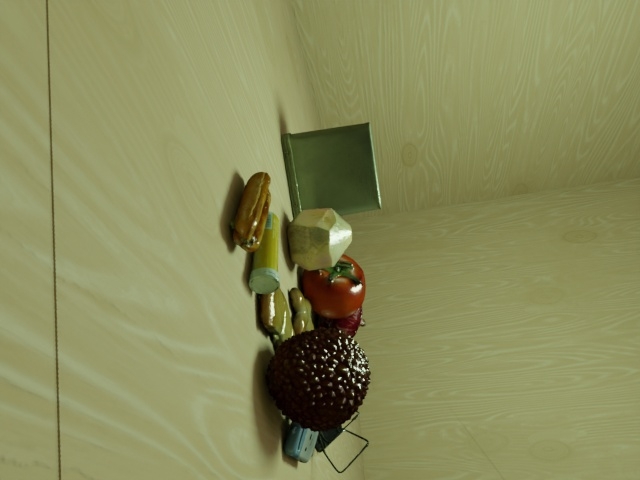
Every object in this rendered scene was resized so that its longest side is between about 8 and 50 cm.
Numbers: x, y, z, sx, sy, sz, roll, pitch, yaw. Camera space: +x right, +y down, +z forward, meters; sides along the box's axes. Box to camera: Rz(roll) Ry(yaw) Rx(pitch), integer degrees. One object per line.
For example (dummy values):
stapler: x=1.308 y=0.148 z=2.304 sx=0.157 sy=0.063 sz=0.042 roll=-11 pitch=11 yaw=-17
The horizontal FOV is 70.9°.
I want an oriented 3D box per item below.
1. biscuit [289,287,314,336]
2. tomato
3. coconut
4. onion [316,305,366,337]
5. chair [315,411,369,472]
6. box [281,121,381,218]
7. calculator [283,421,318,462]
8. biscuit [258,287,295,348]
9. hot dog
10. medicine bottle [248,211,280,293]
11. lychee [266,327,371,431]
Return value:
biscuit: x=-0.060 y=0.255 z=1.519 sx=0.208 sy=0.047 sz=0.165 roll=62 pitch=22 yaw=-70
tomato: x=0.050 y=0.172 z=1.705 sx=0.256 sy=0.255 sz=0.225 roll=-89 pitch=-177 yaw=-51
coconut: x=0.000 y=0.000 z=1.564 sx=0.237 sy=0.236 sz=0.198 roll=-85 pitch=167 yaw=-60
onion: x=0.091 y=0.322 z=1.892 sx=0.252 sy=0.219 sz=0.252 roll=-53 pitch=-160 yaw=29
chair: x=0.025 y=0.615 z=1.477 sx=0.221 sy=0.145 sz=0.140 roll=12 pitch=-55 yaw=50
box: x=0.049 y=-0.261 z=1.762 sx=0.177 sy=0.343 sz=0.352 roll=-33 pitch=115 yaw=-79
calculator: x=-0.049 y=0.529 z=1.216 sx=0.210 sy=0.039 sz=0.121 roll=71 pitch=32 yaw=-55
biscuit: x=-0.108 y=0.218 z=1.202 sx=0.299 sy=0.045 sz=0.154 roll=75 pitch=10 yaw=-49
hot dog: x=-0.158 y=-0.071 z=1.033 sx=0.250 sy=0.067 sz=0.100 roll=-85 pitch=178 yaw=-52
medicine bottle: x=-0.133 y=0.024 z=1.112 sx=0.074 sy=0.073 sz=0.218 roll=74 pitch=10 yaw=-46
lychee: x=-0.016 y=0.330 z=1.098 sx=0.271 sy=0.271 sz=0.272 roll=-8 pitch=90 yaw=-83
